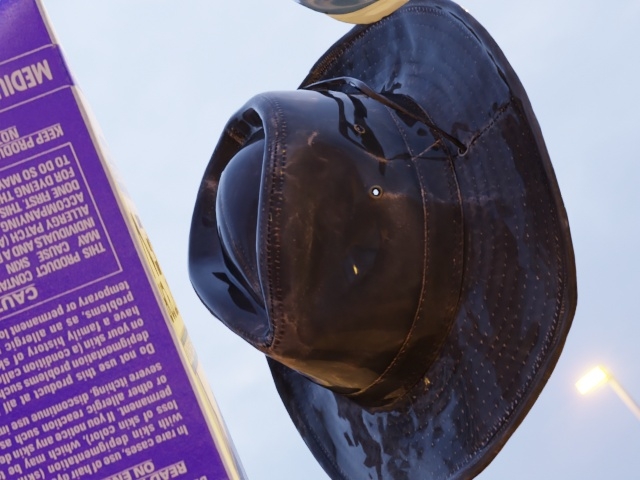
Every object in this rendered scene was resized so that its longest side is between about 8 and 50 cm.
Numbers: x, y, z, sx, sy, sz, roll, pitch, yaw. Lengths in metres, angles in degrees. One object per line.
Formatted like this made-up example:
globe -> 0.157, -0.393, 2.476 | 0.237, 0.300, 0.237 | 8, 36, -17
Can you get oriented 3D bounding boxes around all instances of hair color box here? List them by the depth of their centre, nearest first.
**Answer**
hair color box -> -0.086, 0.088, 0.539 | 0.110, 0.338, 0.185 | -21, 2, -6

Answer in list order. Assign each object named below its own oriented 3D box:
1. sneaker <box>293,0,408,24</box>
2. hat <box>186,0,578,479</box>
sneaker -> 0.037, -0.129, 0.450 | 0.152, 0.058, 0.084 | -34, -18, 25
hat -> 0.000, 0.000, 0.846 | 0.134, 0.331, 0.331 | 8, -48, -35
